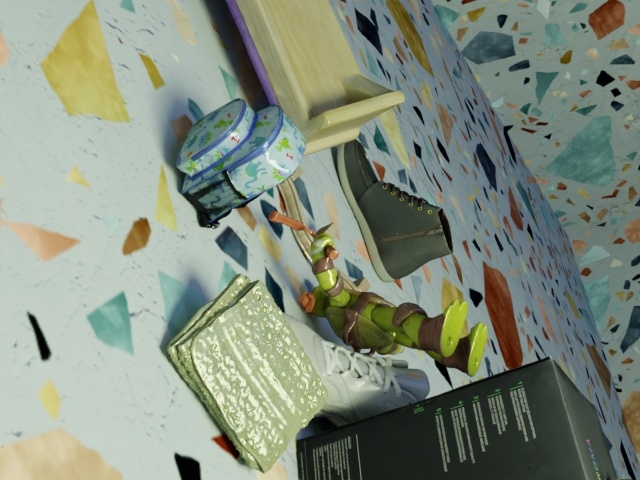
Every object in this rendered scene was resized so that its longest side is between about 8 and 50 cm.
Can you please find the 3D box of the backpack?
[{"bbox_3d":[-0.078,-0.084,0.809,0.084,0.114,0.105,54,26,-29],"label":"backpack"}]

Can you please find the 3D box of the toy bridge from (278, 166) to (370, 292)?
[{"bbox_3d":[0.000,0.000,1.013,0.188,0.026,0.063,59,31,-10],"label":"toy bridge"}]

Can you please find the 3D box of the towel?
[{"bbox_3d":[-0.059,0.113,0.719,0.110,0.027,0.148,-44,110,-35],"label":"towel"}]

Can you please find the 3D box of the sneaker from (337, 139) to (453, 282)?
[{"bbox_3d":[0.110,-0.061,1.217,0.083,0.118,0.221,-6,74,-67],"label":"sneaker"}]

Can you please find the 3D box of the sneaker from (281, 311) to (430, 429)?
[{"bbox_3d":[0.039,0.140,0.844,0.262,0.121,0.099,46,30,-40],"label":"sneaker"}]

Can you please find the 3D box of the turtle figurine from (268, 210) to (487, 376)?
[{"bbox_3d":[0.055,0.077,0.894,0.087,0.217,0.269,-57,138,-24],"label":"turtle figurine"}]

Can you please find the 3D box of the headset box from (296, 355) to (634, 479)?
[{"bbox_3d":[0.138,0.265,0.728,0.131,0.283,0.246,43,31,-45],"label":"headset box"}]

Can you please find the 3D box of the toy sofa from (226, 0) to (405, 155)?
[{"bbox_3d":[-0.065,-0.282,1.040,0.150,0.177,0.362,-24,91,-44],"label":"toy sofa"}]
